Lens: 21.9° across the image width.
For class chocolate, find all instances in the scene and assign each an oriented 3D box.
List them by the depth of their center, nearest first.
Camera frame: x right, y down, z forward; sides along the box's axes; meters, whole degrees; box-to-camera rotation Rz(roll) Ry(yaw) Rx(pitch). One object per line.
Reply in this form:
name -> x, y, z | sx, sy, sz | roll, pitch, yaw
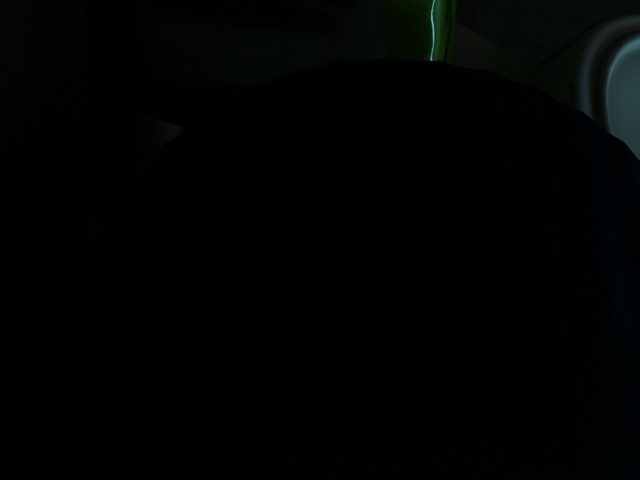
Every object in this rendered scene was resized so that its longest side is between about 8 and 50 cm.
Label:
chocolate -> -0.007, -0.222, 0.602 | 0.289, 0.137, 0.301 | -78, 168, -47

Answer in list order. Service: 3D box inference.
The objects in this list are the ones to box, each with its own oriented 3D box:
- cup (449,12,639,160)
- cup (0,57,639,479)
cup -> 0.108, 0.007, 0.897 | 0.208, 0.273, 0.288 | -23, 77, -46
cup -> 0.037, 0.116, 0.465 | 0.242, 0.308, 0.292 | -55, -170, 26
